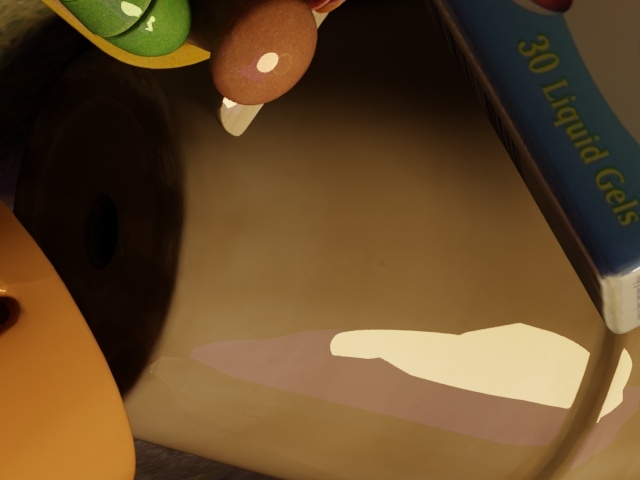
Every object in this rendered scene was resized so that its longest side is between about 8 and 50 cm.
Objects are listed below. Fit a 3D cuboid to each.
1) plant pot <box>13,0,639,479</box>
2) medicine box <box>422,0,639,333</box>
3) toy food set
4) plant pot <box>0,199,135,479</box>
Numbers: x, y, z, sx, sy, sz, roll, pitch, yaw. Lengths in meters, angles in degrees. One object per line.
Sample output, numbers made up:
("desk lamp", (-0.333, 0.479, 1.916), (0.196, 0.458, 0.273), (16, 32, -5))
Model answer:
("plant pot", (0.000, 0.000, 1.025), (0.280, 0.323, 0.323), (4, 149, -33))
("medicine box", (0.189, -0.147, 0.841), (0.289, 0.263, 0.149), (-29, 166, 3))
("toy food set", (-0.038, -0.116, 0.777), (0.128, 0.071, 0.218), (-49, 141, 3))
("plant pot", (-0.224, 0.088, 0.894), (0.203, 0.291, 0.291), (-33, 169, -25))
